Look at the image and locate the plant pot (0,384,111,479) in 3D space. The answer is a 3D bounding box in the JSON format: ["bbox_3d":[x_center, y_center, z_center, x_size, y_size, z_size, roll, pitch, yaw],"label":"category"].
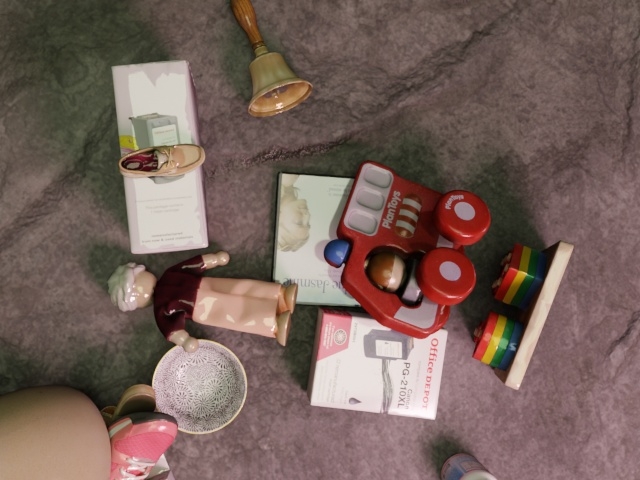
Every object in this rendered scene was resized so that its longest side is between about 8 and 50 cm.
[{"bbox_3d":[-0.516,0.375,1.198,0.284,0.191,0.284,-8,73,27],"label":"plant pot"}]

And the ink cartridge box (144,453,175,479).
[{"bbox_3d":[-0.310,0.499,1.350,0.104,0.060,0.180,-21,92,-5],"label":"ink cartridge box"}]

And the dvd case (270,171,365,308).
[{"bbox_3d":[0.000,0.000,1.397,0.180,0.022,0.253,3,90,-6],"label":"dvd case"}]

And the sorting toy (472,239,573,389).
[{"bbox_3d":[0.349,0.122,1.325,0.089,0.255,0.257,22,88,10],"label":"sorting toy"}]

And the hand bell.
[{"bbox_3d":[-0.117,-0.366,1.358,0.126,0.126,0.242,-21,79,-5],"label":"hand bell"}]

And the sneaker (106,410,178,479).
[{"bbox_3d":[-0.348,0.420,1.267,0.314,0.136,0.116,-43,136,18],"label":"sneaker"}]

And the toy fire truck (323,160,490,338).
[{"bbox_3d":[0.142,0.016,1.302,0.254,0.169,0.302,21,59,1],"label":"toy fire truck"}]

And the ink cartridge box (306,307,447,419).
[{"bbox_3d":[0.105,0.229,1.369,0.237,0.100,0.172,8,90,-6],"label":"ink cartridge box"}]

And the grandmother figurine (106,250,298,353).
[{"bbox_3d":[-0.222,0.110,1.324,0.342,0.104,0.208,11,45,4],"label":"grandmother figurine"}]

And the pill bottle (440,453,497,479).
[{"bbox_3d":[0.284,0.460,1.358,0.087,0.160,0.087,0,91,-5],"label":"pill bottle"}]

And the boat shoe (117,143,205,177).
[{"bbox_3d":[-0.247,-0.123,1.134,0.135,0.045,0.050,-13,92,-6],"label":"boat shoe"}]

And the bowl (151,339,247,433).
[{"bbox_3d":[-0.220,0.262,1.348,0.170,0.080,0.170,0,90,-5],"label":"bowl"}]

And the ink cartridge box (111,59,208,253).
[{"bbox_3d":[-0.269,-0.133,1.268,0.131,0.226,0.306,-7,90,-7],"label":"ink cartridge box"}]

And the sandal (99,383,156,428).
[{"bbox_3d":[-0.368,0.328,1.336,0.088,0.079,0.240,20,120,-30],"label":"sandal"}]
